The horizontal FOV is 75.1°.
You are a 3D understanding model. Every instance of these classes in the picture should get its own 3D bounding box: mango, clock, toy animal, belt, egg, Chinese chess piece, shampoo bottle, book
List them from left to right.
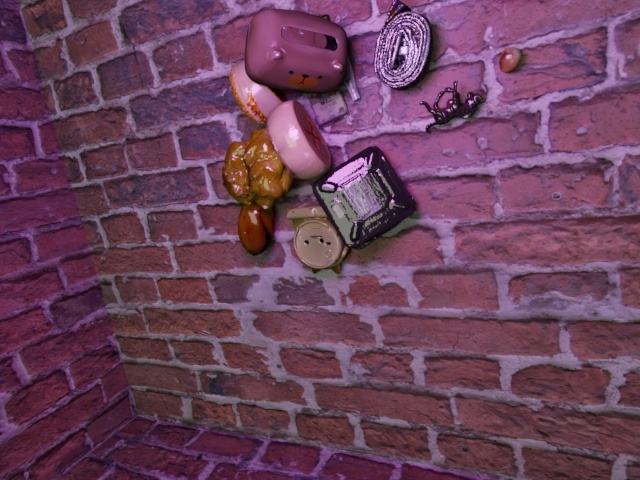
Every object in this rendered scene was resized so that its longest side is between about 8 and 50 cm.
[{"bbox_3d":[-0.321,-0.072,2.069,0.201,0.152,0.287,7,110,14],"label":"mango"},{"bbox_3d":[-0.086,-0.417,1.751,0.140,0.338,0.338,-25,94,19],"label":"Chinese chess piece"},{"bbox_3d":[0.000,0.000,1.958,0.286,0.117,0.348,-2,104,26],"label":"clock"},{"bbox_3d":[0.019,-0.626,1.819,0.157,0.026,0.231,-18,97,27],"label":"book"},{"bbox_3d":[0.118,-0.680,1.749,0.069,0.041,0.190,-22,95,23],"label":"shampoo bottle"},{"bbox_3d":[0.318,-0.723,1.575,0.207,0.160,0.295,25,114,17],"label":"belt"},{"bbox_3d":[0.494,-0.510,1.601,0.233,0.084,0.148,-28,93,25],"label":"toy animal"},{"bbox_3d":[0.674,-0.643,1.486,0.071,0.071,0.083,27,132,16],"label":"egg"}]

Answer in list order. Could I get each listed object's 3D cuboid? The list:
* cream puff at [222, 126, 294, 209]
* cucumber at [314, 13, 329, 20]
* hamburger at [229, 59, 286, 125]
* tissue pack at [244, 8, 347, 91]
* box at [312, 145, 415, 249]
[{"bbox_3d":[-0.300,-0.314,1.878,0.378,0.275,0.378,17,111,53],"label":"cream puff"},{"bbox_3d":[-0.052,-0.878,1.749,0.193,0.115,0.086,-9,144,22],"label":"cucumber"},{"bbox_3d":[-0.280,-0.643,1.813,0.179,0.276,0.294,-28,73,17],"label":"hamburger"},{"bbox_3d":[-0.084,-0.716,1.591,0.277,0.387,0.267,-170,83,-65],"label":"tissue pack"},{"bbox_3d":[0.185,-0.179,1.775,0.350,0.091,0.359,-33,88,7],"label":"box"}]
